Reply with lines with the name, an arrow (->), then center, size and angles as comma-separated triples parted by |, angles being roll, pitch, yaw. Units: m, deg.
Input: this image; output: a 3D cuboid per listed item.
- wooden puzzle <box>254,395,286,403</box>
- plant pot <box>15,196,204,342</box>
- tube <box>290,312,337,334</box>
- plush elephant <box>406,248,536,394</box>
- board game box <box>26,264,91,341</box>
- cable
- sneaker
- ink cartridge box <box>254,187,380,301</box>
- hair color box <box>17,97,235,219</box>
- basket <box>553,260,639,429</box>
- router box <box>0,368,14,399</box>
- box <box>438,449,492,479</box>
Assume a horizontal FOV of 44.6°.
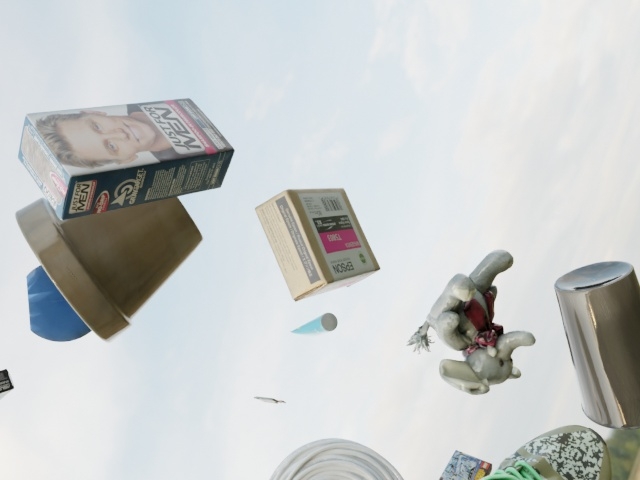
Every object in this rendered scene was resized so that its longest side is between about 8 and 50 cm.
wooden puzzle -> -0.130, 0.403, 1.967 | 0.049, 0.083, 0.006 | 41, -126, -56
plant pot -> -0.405, -0.002, 1.585 | 0.280, 0.323, 0.323 | -35, -33, -9
tube -> -0.015, 0.251, 2.227 | 0.207, 0.080, 0.052 | 145, 139, -62
plush elephant -> 0.383, 0.230, 1.858 | 0.272, 0.255, 0.330 | -20, -31, -55
board game box -> -0.516, 0.124, 1.565 | 0.033, 0.133, 0.168 | 138, 125, -62
cable -> 0.026, 0.463, 1.305 | 0.089, 0.257, 0.257 | 75, -157, -77
sneaker -> 0.236, 0.352, 0.988 | 0.410, 0.158, 0.182 | -29, -35, -25
ink cartridge box -> 0.000, 0.000, 1.509 | 0.235, 0.088, 0.193 | -10, -107, -61
hair color box -> -0.351, -0.161, 1.444 | 0.347, 0.174, 0.105 | -17, -35, -42
basket -> 0.477, 0.160, 1.282 | 0.204, 0.154, 0.227 | -52, -56, -72
router box -> -0.568, 0.252, 1.248 | 0.122, 0.038, 0.092 | -15, -14, -46
box -> 0.328, 0.555, 1.802 | 0.137, 0.094, 0.027 | -45, -40, -41
